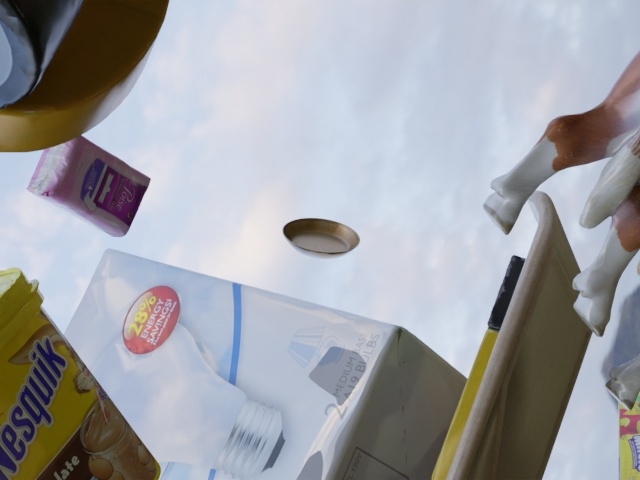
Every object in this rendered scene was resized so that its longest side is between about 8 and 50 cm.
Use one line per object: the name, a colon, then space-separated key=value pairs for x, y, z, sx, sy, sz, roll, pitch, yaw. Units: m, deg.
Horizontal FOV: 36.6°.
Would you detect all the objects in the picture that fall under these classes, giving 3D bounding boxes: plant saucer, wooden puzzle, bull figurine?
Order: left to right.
plant saucer: x=0.000 y=0.000 z=1.025 sx=0.083 sy=0.083 sz=0.015 roll=-28 pitch=-47 yaw=-52
wooden puzzle: x=0.135 y=0.110 z=0.665 sx=0.221 sy=0.044 sz=0.238 roll=44 pitch=-119 yaw=-60
bull figurine: x=0.237 y=0.014 z=0.561 sx=0.188 sy=0.101 sz=0.310 roll=-39 pitch=-62 yaw=2

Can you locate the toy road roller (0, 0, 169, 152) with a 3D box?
toy road roller: x=-0.227 y=-0.153 z=0.418 sx=0.240 sy=0.330 sz=0.202 roll=-48 pitch=21 yaw=55

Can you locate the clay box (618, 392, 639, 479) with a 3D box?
clay box: x=0.347 y=0.266 z=1.021 sx=0.222 sy=0.053 sz=0.127 roll=-69 pitch=-34 yaw=-52

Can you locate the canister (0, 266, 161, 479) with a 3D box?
canister: x=-0.185 y=0.120 z=0.597 sx=0.170 sy=0.073 sz=0.126 roll=60 pitch=-141 yaw=-23

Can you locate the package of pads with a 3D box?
package of pads: x=-0.159 y=-0.039 z=0.668 sx=0.083 sy=0.032 sz=0.050 roll=36 pitch=-107 yaw=-54

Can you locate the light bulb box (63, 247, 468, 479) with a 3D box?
light bulb box: x=-0.089 y=0.231 z=0.851 sx=0.225 sy=0.361 sz=0.357 roll=42 pitch=-113 yaw=-46
